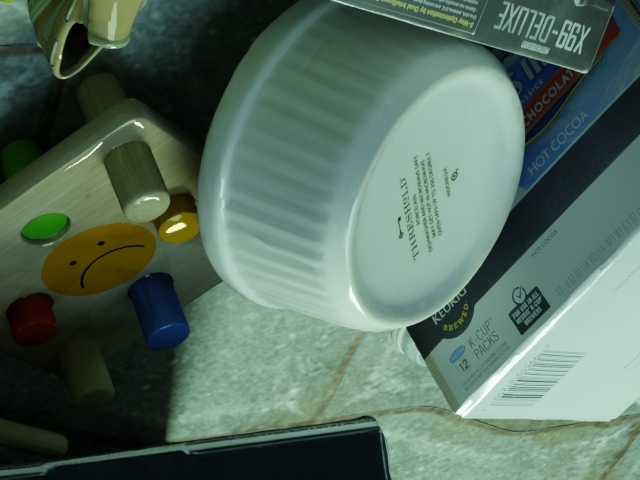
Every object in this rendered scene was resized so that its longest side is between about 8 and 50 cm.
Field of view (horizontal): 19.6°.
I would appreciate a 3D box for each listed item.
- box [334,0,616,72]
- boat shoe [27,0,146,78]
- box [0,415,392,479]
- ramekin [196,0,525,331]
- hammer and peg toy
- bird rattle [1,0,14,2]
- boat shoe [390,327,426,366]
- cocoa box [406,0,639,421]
[{"bbox_3d":[0.099,-0.259,1.217,0.307,0.076,0.242,9,106,-41],"label":"box"},{"bbox_3d":[-0.141,-0.163,1.246,0.068,0.072,0.190,-3,163,-26],"label":"boat shoe"},{"bbox_3d":[-0.240,0.334,1.585,0.480,0.297,0.472,-4,174,-27],"label":"box"},{"bbox_3d":[0.044,-0.054,1.414,0.273,0.127,0.273,-32,135,-39],"label":"ramekin"},{"bbox_3d":[-0.218,0.037,1.490,0.361,0.127,0.266,-34,148,15],"label":"hammer and peg toy"},{"bbox_3d":[-0.265,-0.202,1.127,0.207,0.143,0.253,6,136,-14],"label":"bird rattle"},{"bbox_3d":[0.224,0.048,1.808,0.320,0.103,0.118,-22,147,-4],"label":"boat shoe"},{"bbox_3d":[0.237,-0.039,1.563,0.231,0.228,0.347,6,135,-44],"label":"cocoa box"}]
